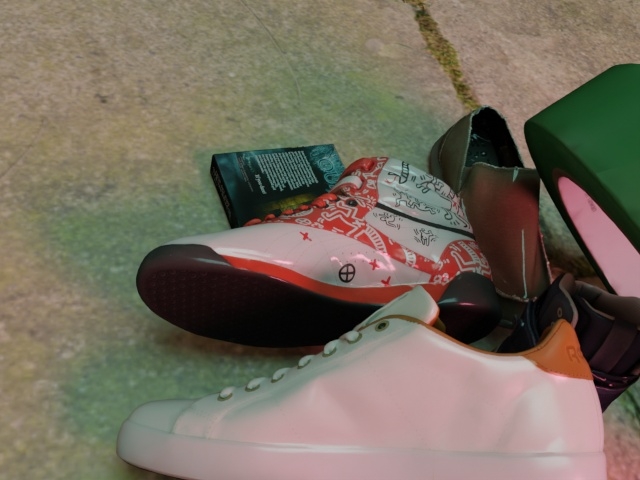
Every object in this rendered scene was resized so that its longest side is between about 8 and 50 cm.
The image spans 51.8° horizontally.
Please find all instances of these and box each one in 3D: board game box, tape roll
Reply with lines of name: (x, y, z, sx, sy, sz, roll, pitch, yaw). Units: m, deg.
board game box: (-0.013, -0.010, 0.590, 0.126, 0.026, 0.186, -8, 55, -24)
tape roll: (0.267, 0.027, 0.478, 0.077, 0.321, 0.321, -32, 58, 12)

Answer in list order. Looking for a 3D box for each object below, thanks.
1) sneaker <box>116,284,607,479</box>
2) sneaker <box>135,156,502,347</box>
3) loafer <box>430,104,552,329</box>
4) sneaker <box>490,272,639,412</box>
sneaker: (0.018, 0.093, 0.414, 0.290, 0.106, 0.123, -2, 75, 8)
sneaker: (0.000, 0.001, 0.510, 0.270, 0.090, 0.144, 6, 49, -17)
loafer: (0.159, -0.033, 0.622, 0.095, 0.087, 0.251, 4, 51, -15)
sneaker: (0.159, 0.127, 0.444, 0.086, 0.163, 0.226, 21, 50, -2)
